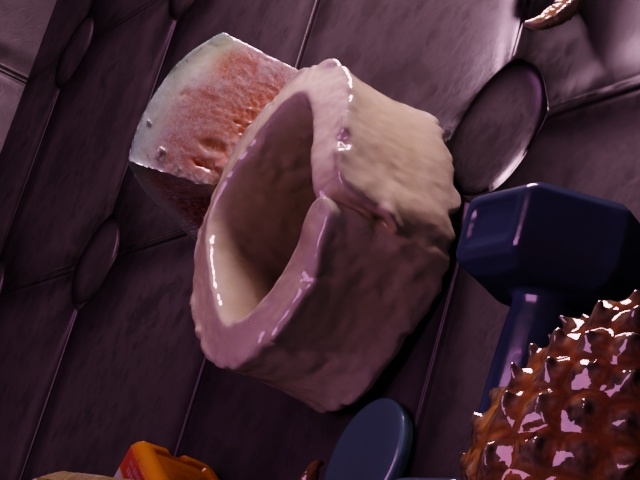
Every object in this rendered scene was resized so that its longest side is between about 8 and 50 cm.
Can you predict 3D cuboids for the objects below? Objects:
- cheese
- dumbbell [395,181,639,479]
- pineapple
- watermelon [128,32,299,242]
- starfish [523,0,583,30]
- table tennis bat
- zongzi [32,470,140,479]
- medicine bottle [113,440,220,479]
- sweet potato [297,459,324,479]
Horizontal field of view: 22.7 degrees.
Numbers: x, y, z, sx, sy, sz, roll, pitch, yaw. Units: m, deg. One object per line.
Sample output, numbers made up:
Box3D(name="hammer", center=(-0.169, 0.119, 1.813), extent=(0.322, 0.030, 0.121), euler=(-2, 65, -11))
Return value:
Box3D(name="cheese", center=(-0.001, -0.003, 1.614), extent=(0.292, 0.153, 0.332), euler=(-49, 31, 30))
Box3D(name="dumbbell", center=(0.153, 0.121, 1.224), extent=(0.144, 0.160, 0.325), euler=(6, 69, 30))
Box3D(name="pineapple", center=(0.252, 0.075, 1.062), extent=(0.361, 0.175, 0.175), euler=(-44, 26, -2))
Box3D(name="watermelon", center=(-0.080, -0.097, 1.831), extent=(0.201, 0.261, 0.213), euler=(14, 75, 36))
Box3D(name="starfish", center=(0.231, -0.286, 1.541), extent=(0.238, 0.071, 0.216), euler=(158, 127, -68))
Box3D(name="table tennis bat", center=(0.027, 0.240, 1.487), extent=(0.124, 0.033, 0.201), euler=(3, 68, 65))
Box3D(name="zongzi", center=(-0.210, 0.326, 1.602), extent=(0.189, 0.081, 0.178), euler=(-1, 94, 38))
Box3D(name="medicine bottle", center=(-0.190, 0.346, 1.708), extent=(0.222, 0.112, 0.149), euler=(-60, 28, 9))
Box3D(name="sweet potato", center=(-0.033, 0.306, 1.518), extent=(0.068, 0.060, 0.206), euler=(8, 68, 24))
